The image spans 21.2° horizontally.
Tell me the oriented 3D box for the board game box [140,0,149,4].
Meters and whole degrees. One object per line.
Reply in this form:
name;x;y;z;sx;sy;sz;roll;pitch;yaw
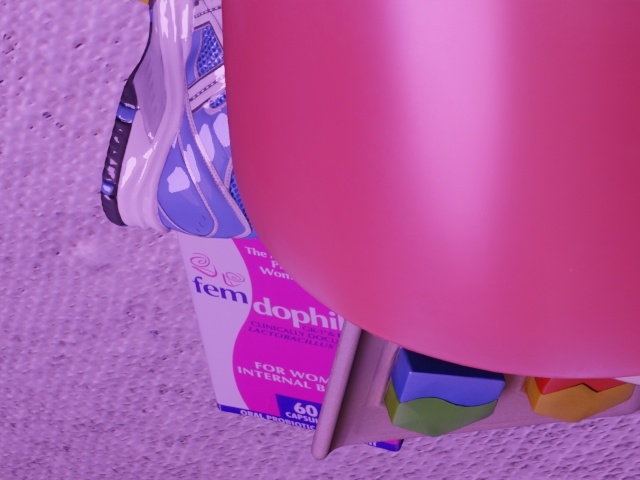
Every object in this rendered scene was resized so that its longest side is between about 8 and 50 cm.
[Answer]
board game box;-0.117;-0.195;0.751;0.141;0.048;0.170;20;146;-2

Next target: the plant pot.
plant pot;0.079;-0.133;0.565;0.275;0.275;0.243;6;135;21

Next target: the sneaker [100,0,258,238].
sneaker;-0.033;-0.098;0.752;0.081;0.080;0.211;17;109;2

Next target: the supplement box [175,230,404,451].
supplement box;0.000;0.000;0.901;0.111;0.114;0.220;12;143;15

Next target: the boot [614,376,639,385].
boot;0.231;0.011;0.740;0.213;0.077;0.165;6;150;-14

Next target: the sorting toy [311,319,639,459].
sorting toy;0.106;0.041;0.847;0.208;0.038;0.193;-8;140;-19
